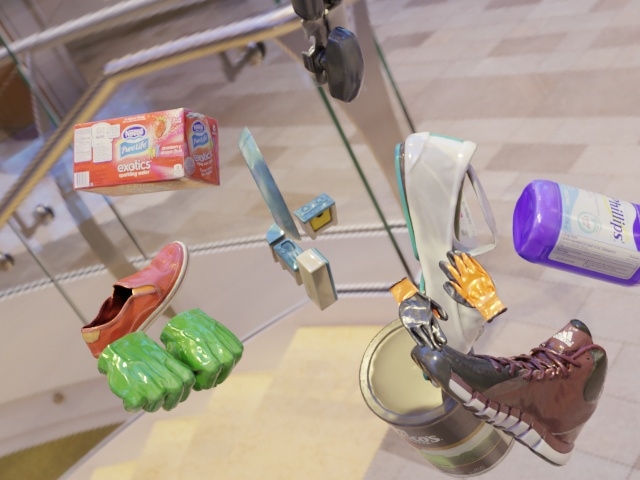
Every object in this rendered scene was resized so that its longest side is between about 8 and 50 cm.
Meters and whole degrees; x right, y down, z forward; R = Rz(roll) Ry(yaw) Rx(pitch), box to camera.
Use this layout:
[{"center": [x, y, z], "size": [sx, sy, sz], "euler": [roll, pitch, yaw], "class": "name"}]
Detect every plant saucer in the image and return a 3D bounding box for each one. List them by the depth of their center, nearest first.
[{"center": [-0.133, -0.132, 2.116], "size": [0.043, 0.318, 0.317], "euler": [-27, 29, -2], "class": "plant saucer"}]

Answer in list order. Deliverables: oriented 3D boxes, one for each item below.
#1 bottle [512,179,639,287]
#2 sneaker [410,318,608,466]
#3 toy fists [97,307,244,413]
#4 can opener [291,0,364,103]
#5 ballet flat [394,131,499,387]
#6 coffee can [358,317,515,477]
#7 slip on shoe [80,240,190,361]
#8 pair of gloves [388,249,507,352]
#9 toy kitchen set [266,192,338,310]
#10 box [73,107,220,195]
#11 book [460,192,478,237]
[{"center": [0.402, 0.003, 1.131], "size": [0.282, 0.092, 0.118], "euler": [15, 46, -5], "class": "bottle"}, {"center": [0.239, 0.143, 1.006], "size": [0.162, 0.281, 0.106], "euler": [-54, 33, 1], "class": "sneaker"}, {"center": [-0.253, 0.220, 1.498], "size": [0.142, 0.096, 0.279], "euler": [34, 29, 25], "class": "toy fists"}, {"center": [0.010, -0.298, 1.027], "size": [0.093, 0.280, 0.074], "euler": [29, 60, 35], "class": "can opener"}, {"center": [0.194, 0.038, 1.224], "size": [0.139, 0.400, 0.139], "euler": [-8, 20, 3], "class": "ballet flat"}, {"center": [0.214, 0.276, 1.486], "size": [0.201, 0.275, 0.202], "euler": [-16, 52, 21], "class": "coffee can"}, {"center": [-0.391, 0.114, 1.819], "size": [0.123, 0.101, 0.331], "euler": [-5, 40, 43], "class": "slip on shoe"}, {"center": [0.105, 0.049, 0.708], "size": [0.083, 0.010, 0.074], "euler": [-32, 62, 0], "class": "pair of gloves"}, {"center": [0.000, 0.000, 1.676], "size": [0.166, 0.122, 0.207], "euler": [-33, 50, -16], "class": "toy kitchen set"}, {"center": [-0.324, -0.159, 1.577], "size": [0.256, 0.128, 0.122], "euler": [-4, -5, 26], "class": "box"}, {"center": [0.285, -0.076, 1.830], "size": [0.035, 0.144, 0.096], "euler": [-23, 10, -18], "class": "book"}]
